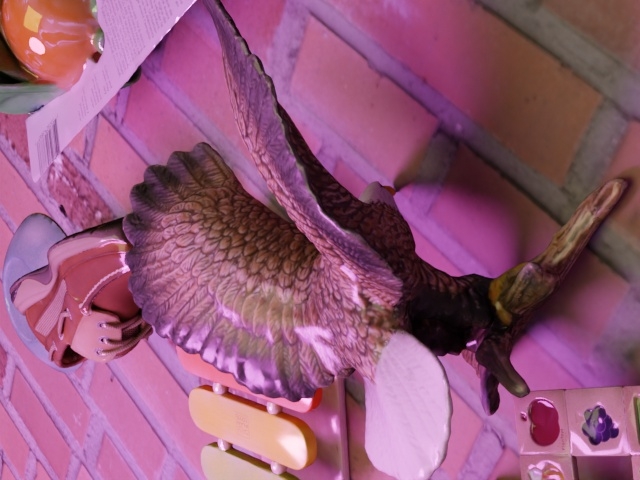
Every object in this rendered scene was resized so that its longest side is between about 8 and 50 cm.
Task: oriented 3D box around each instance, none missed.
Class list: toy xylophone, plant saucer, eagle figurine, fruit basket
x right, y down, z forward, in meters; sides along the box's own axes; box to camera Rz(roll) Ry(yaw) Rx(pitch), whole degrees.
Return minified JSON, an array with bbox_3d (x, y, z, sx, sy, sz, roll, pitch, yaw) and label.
[{"bbox_3d":[-0.026,0.144,0.880,0.236,0.081,0.323,-1,100,50],"label":"toy xylophone"},{"bbox_3d":[-0.334,0.067,1.263,0.195,0.037,0.195,17,113,46],"label":"plant saucer"},{"bbox_3d":[0.001,-0.002,0.699,0.226,0.298,0.225,-64,2,-2],"label":"eagle figurine"},{"bbox_3d":[-0.210,-0.267,0.928,0.353,0.165,0.327,-32,70,43],"label":"fruit basket"}]

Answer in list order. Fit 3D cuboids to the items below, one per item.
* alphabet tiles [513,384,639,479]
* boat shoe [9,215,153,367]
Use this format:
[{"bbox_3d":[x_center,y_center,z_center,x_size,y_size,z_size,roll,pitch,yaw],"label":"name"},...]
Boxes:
[{"bbox_3d":[0.197,0.198,0.587,0.198,0.009,0.237,-12,80,47],"label":"alphabet tiles"},{"bbox_3d":[-0.206,0.055,1.054,0.324,0.122,0.120,-28,84,58],"label":"boat shoe"}]
